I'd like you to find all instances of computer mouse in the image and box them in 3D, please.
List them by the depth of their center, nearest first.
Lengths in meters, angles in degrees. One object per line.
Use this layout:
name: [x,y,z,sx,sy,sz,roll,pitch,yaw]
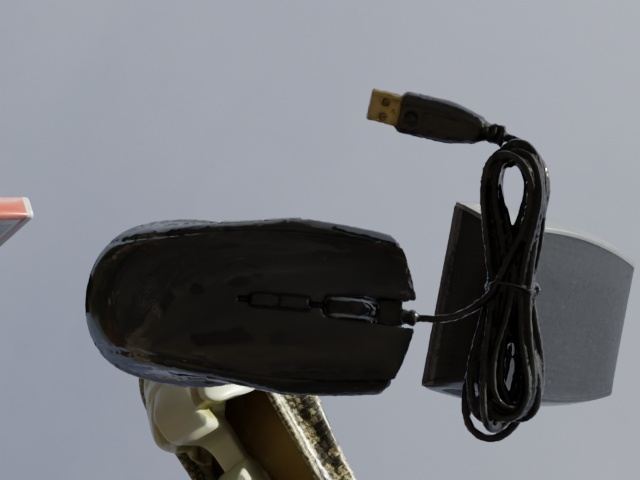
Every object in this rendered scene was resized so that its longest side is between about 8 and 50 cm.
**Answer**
computer mouse: [0.000,0.000,0.674,0.262,0.060,0.184,9,-96,8]

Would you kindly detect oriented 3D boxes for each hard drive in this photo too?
hard drive: [0.192,0.063,1.084,0.054,0.254,0.172,10,-92,42]

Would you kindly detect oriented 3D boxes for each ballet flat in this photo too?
ballet flat: [-0.060,0.220,1.177,0.164,0.182,0.483,-39,-105,22]

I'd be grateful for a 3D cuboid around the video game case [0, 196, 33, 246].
video game case: [-0.428,0.018,1.111,0.204,0.285,0.025,-35,-110,36]
